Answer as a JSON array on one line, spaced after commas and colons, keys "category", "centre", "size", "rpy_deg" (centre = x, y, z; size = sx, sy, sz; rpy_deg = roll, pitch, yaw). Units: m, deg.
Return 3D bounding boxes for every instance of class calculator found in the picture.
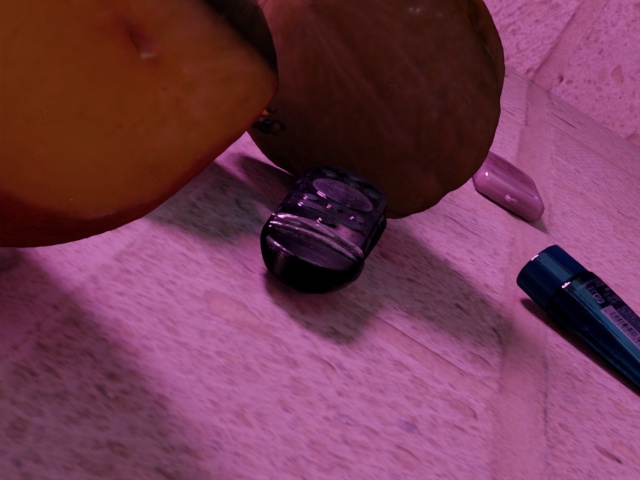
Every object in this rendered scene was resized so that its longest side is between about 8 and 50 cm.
[{"category": "calculator", "centre": [0.239, -0.073, 2.185], "size": [0.100, 0.032, 0.175], "rpy_deg": [30, 15, -8]}]

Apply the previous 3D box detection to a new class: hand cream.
[{"category": "hand cream", "centre": [0.316, 0.110, 1.694], "size": [0.270, 0.061, 0.120], "rpy_deg": [42, 18, 18]}]

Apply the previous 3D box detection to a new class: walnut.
[{"category": "walnut", "centre": [0.041, -0.155, 1.580], "size": [0.283, 0.283, 0.227], "rpy_deg": [26, 29, -24]}]

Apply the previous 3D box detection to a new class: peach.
[{"category": "peach", "centre": [-0.223, -0.129, 0.978], "size": [0.380, 0.242, 0.306], "rpy_deg": [25, -13, 32]}]

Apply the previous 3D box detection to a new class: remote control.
[{"category": "remote control", "centre": [0.000, 0.000, 1.395], "size": [0.090, 0.066, 0.266], "rpy_deg": [20, 18, 5]}]

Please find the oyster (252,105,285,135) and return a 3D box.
[{"category": "oyster", "centre": [-0.185, -0.197, 1.471], "size": [0.361, 0.096, 0.221], "rpy_deg": [37, -17, 24]}]
